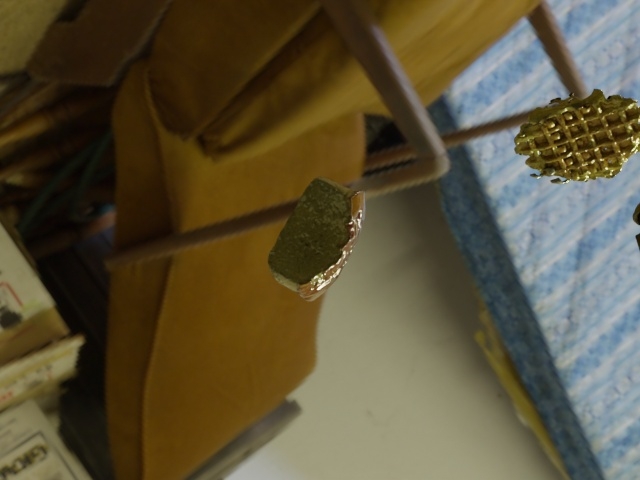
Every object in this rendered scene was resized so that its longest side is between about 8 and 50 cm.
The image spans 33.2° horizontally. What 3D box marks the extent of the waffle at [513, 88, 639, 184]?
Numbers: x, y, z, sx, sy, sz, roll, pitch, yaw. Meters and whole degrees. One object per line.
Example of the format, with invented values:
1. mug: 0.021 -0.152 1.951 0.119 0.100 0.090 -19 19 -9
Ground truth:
1. waffle: 0.572 -0.227 2.341 0.060 0.281 0.262 -86 -164 -46

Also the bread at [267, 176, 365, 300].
1. bread: 0.004 -0.001 1.368 0.156 0.086 0.125 -62 165 3

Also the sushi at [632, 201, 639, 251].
1. sushi: 0.673 -0.095 1.740 0.285 0.327 0.328 1 -137 36
